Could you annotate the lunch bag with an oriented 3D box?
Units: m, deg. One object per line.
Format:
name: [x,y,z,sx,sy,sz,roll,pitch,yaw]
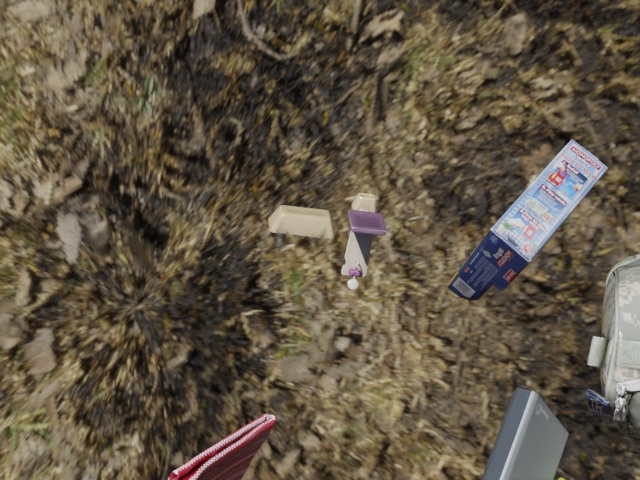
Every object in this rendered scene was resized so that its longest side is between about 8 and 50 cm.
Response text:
lunch bag: [0.434,0.115,1.110,0.305,0.256,0.212,1,88,16]

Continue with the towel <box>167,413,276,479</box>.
towel: [-0.158,0.339,1.276,0.031,0.199,0.274,37,117,17]

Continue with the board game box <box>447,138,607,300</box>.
board game box: [0.256,-0.023,1.306,0.060,0.194,0.194,41,68,8]

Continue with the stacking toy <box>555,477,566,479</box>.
stacking toy: [0.259,0.346,0.847,0.130,0.279,0.309,-44,107,-2]

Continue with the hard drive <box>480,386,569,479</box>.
hard drive: [0.155,0.196,0.853,0.094,0.022,0.135,48,60,-47]

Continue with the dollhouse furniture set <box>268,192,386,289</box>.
dollhouse furniture set: [0.000,0.000,1.097,0.114,0.091,0.081,6,117,-8]
